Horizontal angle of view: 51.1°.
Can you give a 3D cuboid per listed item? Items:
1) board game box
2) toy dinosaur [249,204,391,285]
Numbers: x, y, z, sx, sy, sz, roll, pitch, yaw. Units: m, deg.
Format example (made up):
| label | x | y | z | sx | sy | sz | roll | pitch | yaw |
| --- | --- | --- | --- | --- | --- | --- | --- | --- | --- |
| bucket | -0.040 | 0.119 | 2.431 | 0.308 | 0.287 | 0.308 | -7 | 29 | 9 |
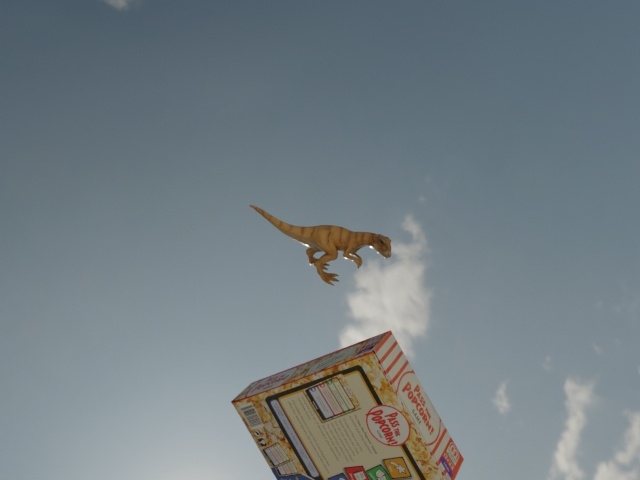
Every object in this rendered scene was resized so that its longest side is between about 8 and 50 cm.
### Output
| label | x | y | z | sx | sy | sz | roll | pitch | yaw |
| --- | --- | --- | --- | --- | --- | --- | --- | --- | --- |
| board game box | 0.021 | 0.189 | 0.669 | 0.146 | 0.193 | 0.045 | 61 | -146 | -4 |
| toy dinosaur | 0.000 | 0.000 | 0.999 | 0.211 | 0.064 | 0.112 | 10 | -58 | 3 |
